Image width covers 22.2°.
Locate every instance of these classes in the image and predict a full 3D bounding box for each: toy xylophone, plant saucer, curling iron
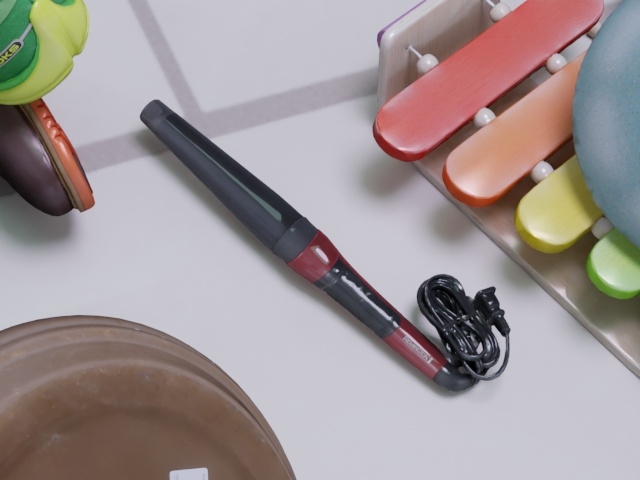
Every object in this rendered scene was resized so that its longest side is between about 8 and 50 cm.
[{"bbox_3d":[0.189,-0.054,1.046,0.322,0.081,0.236,37,58,11],"label":"toy xylophone"},{"bbox_3d":[-0.103,0.173,0.772,0.278,0.041,0.278,6,81,-40],"label":"plant saucer"},{"bbox_3d":[0.000,0.000,1.000,0.274,0.035,0.068,34,54,9],"label":"curling iron"},{"bbox_3d":[0.241,-0.074,0.936,0.195,0.037,0.195,-1,85,11],"label":"plant saucer"}]

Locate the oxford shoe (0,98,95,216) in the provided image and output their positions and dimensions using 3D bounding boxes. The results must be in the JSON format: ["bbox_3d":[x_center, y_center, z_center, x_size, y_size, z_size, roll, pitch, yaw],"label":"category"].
[{"bbox_3d":[-0.243,-0.091,0.982,0.098,0.097,0.271,-43,67,-14],"label":"oxford shoe"}]

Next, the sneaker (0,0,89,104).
[{"bbox_3d":[-0.266,-0.168,0.900,0.295,0.123,0.109,17,71,17],"label":"sneaker"}]
